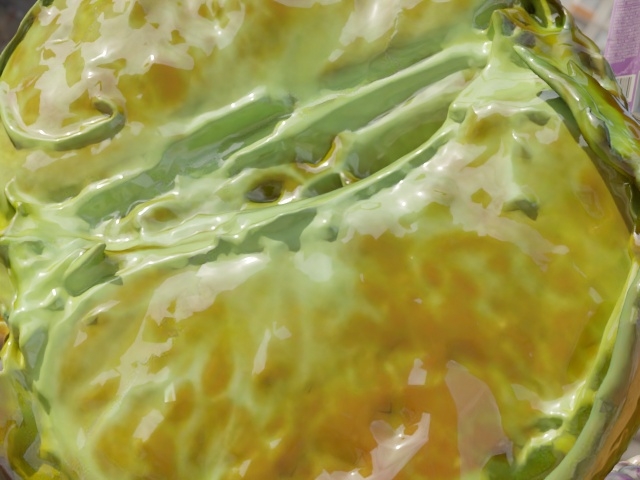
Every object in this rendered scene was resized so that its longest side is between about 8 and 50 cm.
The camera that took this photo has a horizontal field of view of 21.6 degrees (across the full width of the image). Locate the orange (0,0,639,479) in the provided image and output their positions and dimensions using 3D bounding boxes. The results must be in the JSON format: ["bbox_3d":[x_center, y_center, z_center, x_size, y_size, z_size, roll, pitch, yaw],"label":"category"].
[{"bbox_3d":[0.005,0.004,0.668,0.196,0.262,0.334,41,14,-43],"label":"orange"}]

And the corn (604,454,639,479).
[{"bbox_3d":[0.198,0.141,0.783,0.335,0.126,0.127,-13,26,-28],"label":"corn"}]

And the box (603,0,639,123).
[{"bbox_3d":[0.202,-0.123,1.011,0.051,0.117,0.036,21,-13,-35],"label":"box"}]
